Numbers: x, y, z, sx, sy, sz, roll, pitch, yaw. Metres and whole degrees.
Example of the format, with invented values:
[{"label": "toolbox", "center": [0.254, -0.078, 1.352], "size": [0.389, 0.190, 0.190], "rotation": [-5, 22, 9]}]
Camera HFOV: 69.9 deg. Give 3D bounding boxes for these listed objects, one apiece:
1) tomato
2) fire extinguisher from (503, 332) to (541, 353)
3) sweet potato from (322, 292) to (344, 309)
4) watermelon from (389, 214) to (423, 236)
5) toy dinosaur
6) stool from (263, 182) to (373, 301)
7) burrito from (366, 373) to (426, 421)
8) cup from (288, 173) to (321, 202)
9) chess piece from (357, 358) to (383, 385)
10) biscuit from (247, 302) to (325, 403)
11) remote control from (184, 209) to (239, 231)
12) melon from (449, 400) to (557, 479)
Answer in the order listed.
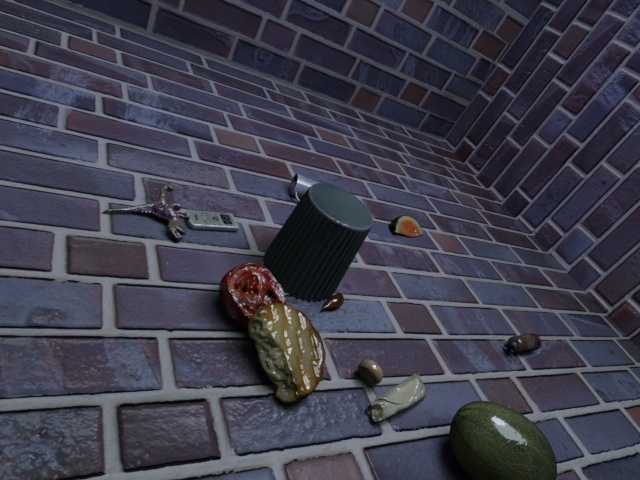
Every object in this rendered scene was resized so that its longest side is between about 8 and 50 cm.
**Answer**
[{"label": "tomato", "center": [-0.216, 0.182, 1.397], "size": [0.228, 0.101, 0.228], "rotation": [33, 34, -25]}, {"label": "fire extinguisher", "center": [0.869, 0.440, 1.968], "size": [0.252, 0.106, 0.075], "rotation": [4, 61, -38]}, {"label": "sweet potato", "center": [0.042, 0.221, 1.612], "size": [0.049, 0.049, 0.117], "rotation": [44, 37, 18]}, {"label": "watermelon", "center": [0.438, -0.069, 2.355], "size": [0.245, 0.063, 0.119], "rotation": [4, 60, -45]}, {"label": "toy dinosaur", "center": [-0.550, -0.103, 1.530], "size": [0.251, 0.072, 0.199], "rotation": [34, 40, -16]}, {"label": "stool", "center": [0.000, 0.000, 1.612], "size": [0.297, 0.330, 0.297], "rotation": [23, 33, -16]}, {"label": "burrito", "center": [0.243, 0.483, 1.413], "size": [0.275, 0.059, 0.082], "rotation": [-6, 62, -45]}, {"label": "cup", "center": [-0.073, -0.223, 2.099], "size": [0.133, 0.136, 0.099], "rotation": [18, -8, -22]}, {"label": "chess piece", "center": [0.154, 0.408, 1.416], "size": [0.084, 0.083, 0.038], "rotation": [43, 51, 17]}, {"label": "biscuit", "center": [-0.087, 0.309, 1.297], "size": [0.213, 0.091, 0.274], "rotation": [-5, 66, -52]}, {"label": "remote control", "center": [-0.393, -0.071, 1.656], "size": [0.190, 0.029, 0.087], "rotation": [3, 41, -37]}, {"label": "melon", "center": [0.517, 0.600, 1.320], "size": [0.302, 0.237, 0.237], "rotation": [37, 32, 9]}]
